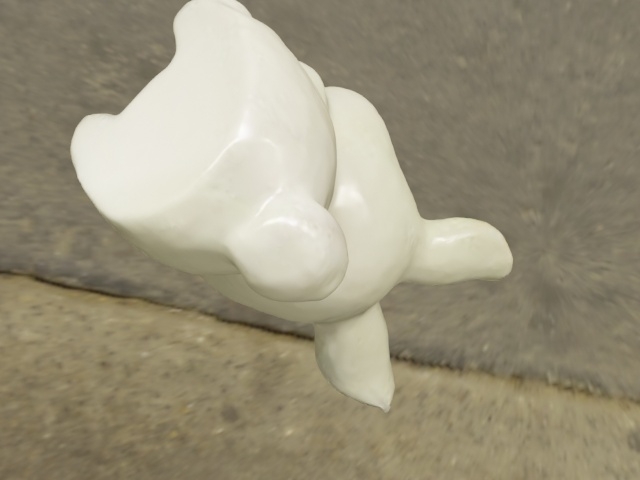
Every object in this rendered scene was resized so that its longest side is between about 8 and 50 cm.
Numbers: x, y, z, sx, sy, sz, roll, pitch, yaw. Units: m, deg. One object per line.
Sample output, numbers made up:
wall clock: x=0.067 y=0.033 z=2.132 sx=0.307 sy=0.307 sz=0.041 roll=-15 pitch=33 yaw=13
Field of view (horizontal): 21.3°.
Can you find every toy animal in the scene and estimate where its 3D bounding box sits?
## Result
toy animal: x=-0.006 y=-0.008 z=1.313 sx=0.196 sy=0.367 sz=0.241 roll=-42 pitch=52 yaw=10
